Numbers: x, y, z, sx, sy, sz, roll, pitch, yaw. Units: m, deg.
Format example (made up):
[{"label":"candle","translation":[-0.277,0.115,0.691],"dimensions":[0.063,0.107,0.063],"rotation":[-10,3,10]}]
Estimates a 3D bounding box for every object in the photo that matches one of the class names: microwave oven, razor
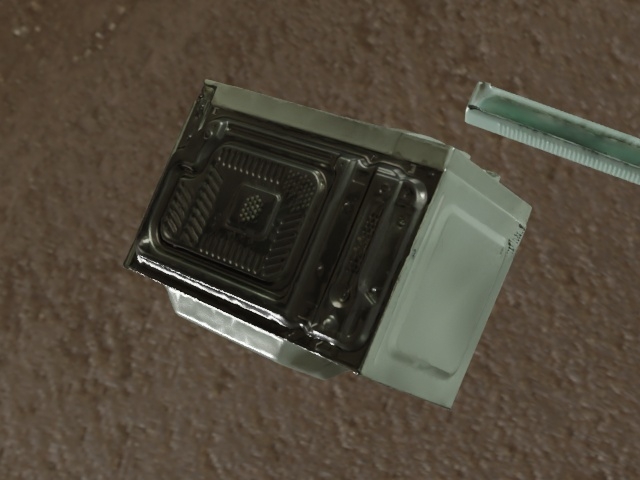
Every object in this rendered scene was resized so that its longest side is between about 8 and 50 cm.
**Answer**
[{"label":"microwave oven","translation":[0.000,0.000,0.767],"dimensions":[0.208,0.122,0.162],"rotation":[20,85,38]},{"label":"razor","translation":[0.238,-0.058,0.875],"dimensions":[0.278,0.056,0.111],"rotation":[20,74,20]}]
